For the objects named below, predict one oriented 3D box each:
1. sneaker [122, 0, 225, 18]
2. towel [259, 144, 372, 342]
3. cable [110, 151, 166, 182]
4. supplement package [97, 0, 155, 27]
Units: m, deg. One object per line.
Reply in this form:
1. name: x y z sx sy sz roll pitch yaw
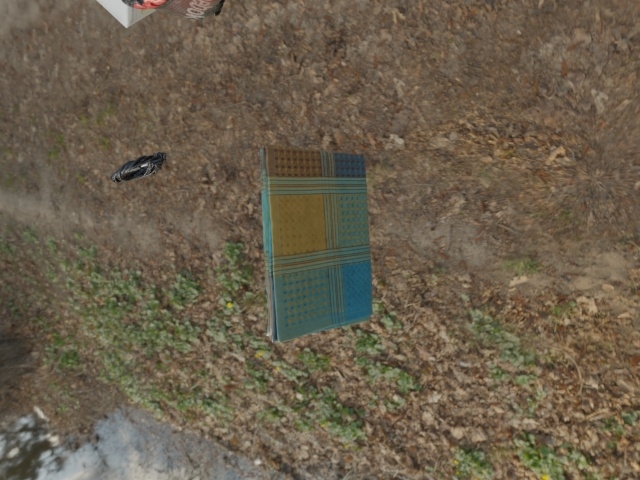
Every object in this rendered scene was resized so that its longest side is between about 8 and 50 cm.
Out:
1. sneaker: -0.177 -0.392 0.630 0.276 0.135 0.097 12 108 35
2. towel: 0.000 0.000 0.878 0.040 0.272 0.369 -4 90 51
3. cable: -0.526 -0.198 1.233 0.185 0.151 0.047 -14 107 49
4. supplement package: -0.420 -0.682 0.982 0.198 0.262 0.199 43 153 -7
